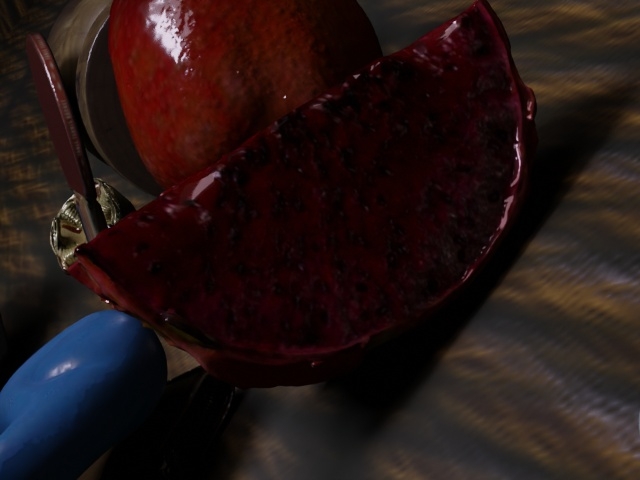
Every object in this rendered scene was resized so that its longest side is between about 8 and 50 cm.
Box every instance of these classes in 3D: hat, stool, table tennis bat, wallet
[{"bbox_3d":[-0.187,-0.007,1.427,0.077,0.059,0.076,-50,50,18],"label":"hat"},{"bbox_3d":[-0.126,-0.134,1.375,0.179,0.179,0.264,-47,17,-4],"label":"stool"},{"bbox_3d":[-0.195,-0.059,1.326,0.019,0.220,0.130,-19,12,-12],"label":"table tennis bat"},{"bbox_3d":[-0.135,0.142,1.028,0.198,0.031,0.110,-26,27,47],"label":"wallet"}]

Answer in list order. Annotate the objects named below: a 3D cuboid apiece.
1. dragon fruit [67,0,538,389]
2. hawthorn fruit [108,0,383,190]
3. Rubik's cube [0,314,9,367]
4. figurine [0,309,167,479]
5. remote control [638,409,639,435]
[{"bbox_3d":[0.000,0.000,0.918,0.262,0.134,0.211,-33,3,-14],"label":"dragon fruit"},{"bbox_3d":[-0.056,-0.130,1.160,0.189,0.251,0.189,-24,0,0],"label":"hawthorn fruit"},{"bbox_3d":[-0.426,0.079,1.417,0.319,0.319,0.264,6,80,68],"label":"Rubik's cube"},{"bbox_3d":[-0.278,0.171,0.910,0.416,0.298,0.243,-29,20,12],"label":"figurine"},{"bbox_3d":[0.191,-0.016,0.636,0.256,0.045,0.097,-57,20,-23],"label":"remote control"}]
